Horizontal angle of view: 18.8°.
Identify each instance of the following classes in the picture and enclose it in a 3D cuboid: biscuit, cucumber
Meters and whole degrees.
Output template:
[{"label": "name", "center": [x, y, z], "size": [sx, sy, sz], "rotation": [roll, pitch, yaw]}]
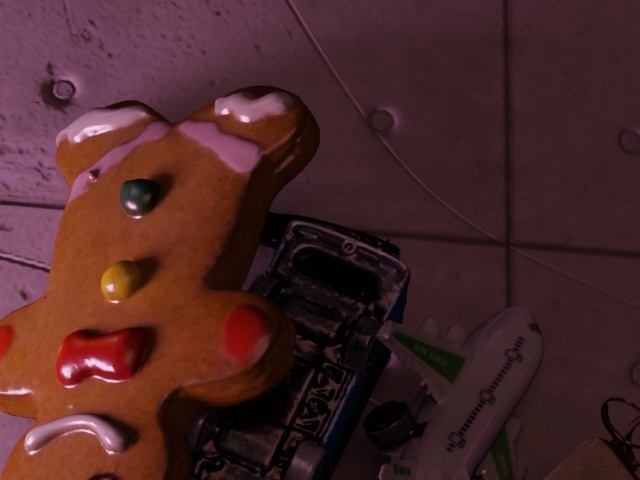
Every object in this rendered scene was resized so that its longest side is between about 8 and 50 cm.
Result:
[{"label": "biscuit", "center": [-0.144, 0.056, 1.460], "size": [0.283, 0.064, 0.432], "rotation": [-5, 54, 31]}, {"label": "cucumber", "center": [0.000, -0.001, 1.615], "size": [0.135, 0.034, 0.033], "rotation": [14, 68, 0]}]

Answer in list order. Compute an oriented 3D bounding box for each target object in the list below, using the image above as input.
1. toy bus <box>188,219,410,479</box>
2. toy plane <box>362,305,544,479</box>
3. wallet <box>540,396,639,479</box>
[{"label": "toy bus", "center": [-0.023, 0.116, 1.498], "size": [0.116, 0.133, 0.234], "rotation": [22, 68, 13]}, {"label": "toy plane", "center": [0.108, 0.137, 1.511], "size": [0.251, 0.101, 0.255], "rotation": [58, 38, -25]}, {"label": "wallet", "center": [0.233, 0.315, 1.428], "size": [0.275, 0.068, 0.335], "rotation": [-34, 87, -30]}]
